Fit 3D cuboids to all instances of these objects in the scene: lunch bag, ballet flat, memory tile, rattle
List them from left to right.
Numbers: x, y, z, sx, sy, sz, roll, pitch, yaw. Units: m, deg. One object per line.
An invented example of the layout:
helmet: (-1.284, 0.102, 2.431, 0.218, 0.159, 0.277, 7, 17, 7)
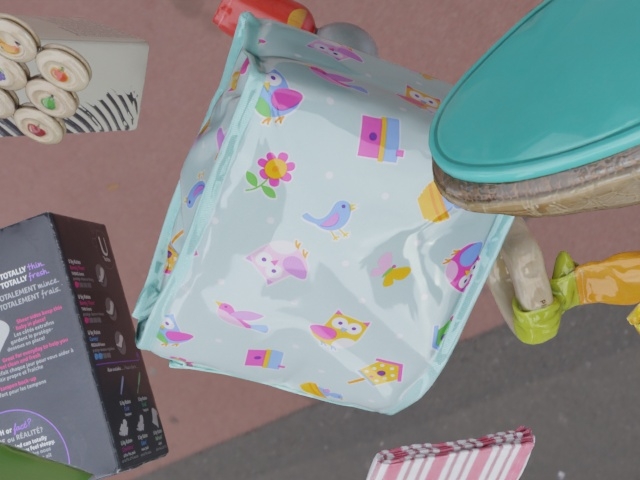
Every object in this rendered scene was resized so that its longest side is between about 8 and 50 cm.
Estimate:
memory tile: (-0.227, -0.122, 0.697, 0.148, 0.012, 0.113, 29, 146, -13)
lunch bag: (0.000, 0.000, 0.773, 0.223, 0.160, 0.262, 16, 117, -15)
rattle: (0.191, -0.005, 0.917, 0.142, 0.200, 0.130, -34, 108, 4)
ballet flat: (0.208, -0.103, 0.444, 0.342, 0.116, 0.124, -40, 134, 13)

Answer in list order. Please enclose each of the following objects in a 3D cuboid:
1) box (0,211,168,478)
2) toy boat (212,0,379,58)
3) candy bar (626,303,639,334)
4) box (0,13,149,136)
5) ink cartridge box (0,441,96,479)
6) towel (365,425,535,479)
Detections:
box: (-0.289, 0.126, 1.111, 0.165, 0.143, 0.270, -18, 83, 10)
toy boat: (0.038, -0.265, 0.849, 0.148, 0.267, 0.318, 25, 123, -10)
candy bar: (0.406, 0.137, 1.245, 0.161, 0.040, 0.018, 56, 160, -23)
box: (-0.295, -0.153, 0.967, 0.113, 0.275, 0.094, 25, 112, 34)
ink cartridge box: (-0.182, 0.187, 0.511, 0.062, 0.209, 0.109, 19, 99, 3)
towel: (0.127, 0.264, 1.136, 0.029, 0.197, 0.144, -118, 33, -45)
